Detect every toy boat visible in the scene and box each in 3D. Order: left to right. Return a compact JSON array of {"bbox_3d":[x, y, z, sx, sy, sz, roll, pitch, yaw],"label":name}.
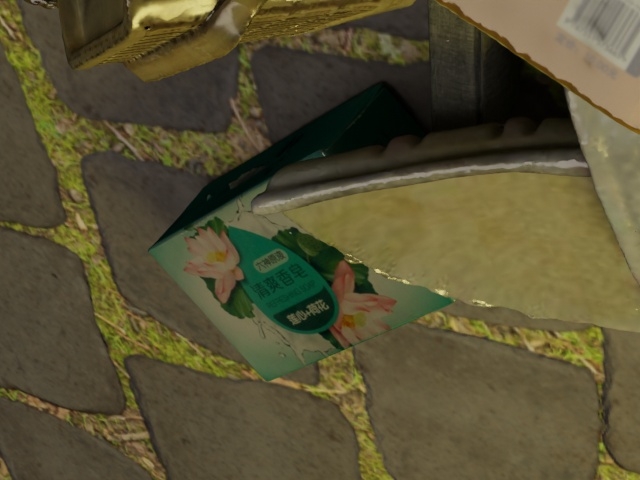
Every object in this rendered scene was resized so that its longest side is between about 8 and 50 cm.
[{"bbox_3d":[0.155,-0.020,1.171,0.293,0.111,0.276,-15,142,39],"label":"toy boat"}]

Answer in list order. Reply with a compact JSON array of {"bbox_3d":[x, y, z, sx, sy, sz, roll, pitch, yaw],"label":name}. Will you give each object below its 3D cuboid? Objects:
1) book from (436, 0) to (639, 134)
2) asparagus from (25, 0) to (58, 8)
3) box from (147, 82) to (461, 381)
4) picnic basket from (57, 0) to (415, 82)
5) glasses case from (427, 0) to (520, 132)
[{"bbox_3d":[0.160,-0.226,0.947,0.208,0.020,0.295,36,124,12],"label":"book"},{"bbox_3d":[-0.294,-0.230,1.428,0.233,0.023,0.022,26,-176,16],"label":"asparagus"},{"bbox_3d":[0.000,0.000,1.362,0.153,0.092,0.245,48,141,-12],"label":"box"},{"bbox_3d":[-0.060,-0.252,0.969,0.228,0.175,0.313,-177,78,-73],"label":"picnic basket"},{"bbox_3d":[0.101,-0.163,1.143,0.047,0.071,0.205,16,135,21],"label":"glasses case"}]
